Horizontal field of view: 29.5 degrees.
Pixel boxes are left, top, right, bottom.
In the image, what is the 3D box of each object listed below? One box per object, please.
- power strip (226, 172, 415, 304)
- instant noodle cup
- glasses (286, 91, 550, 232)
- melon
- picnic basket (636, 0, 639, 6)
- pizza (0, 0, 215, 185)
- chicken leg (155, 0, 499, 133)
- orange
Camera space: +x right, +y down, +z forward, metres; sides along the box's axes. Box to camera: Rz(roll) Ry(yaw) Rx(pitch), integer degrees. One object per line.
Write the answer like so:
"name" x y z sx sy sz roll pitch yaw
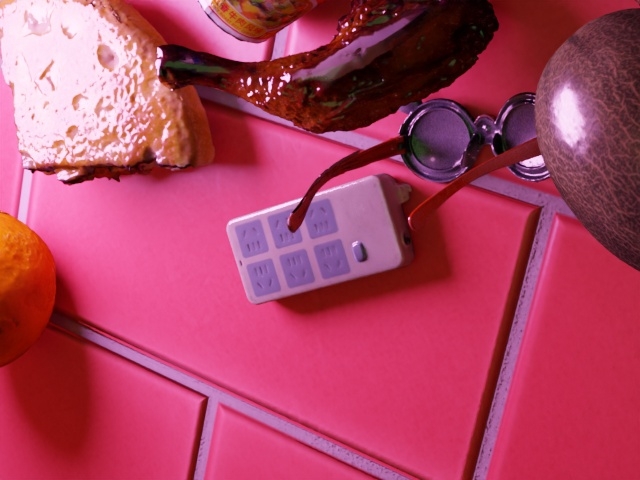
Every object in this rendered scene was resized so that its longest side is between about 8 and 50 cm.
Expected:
"power strip" 0.000 0.000 1.524 0.270 0.046 0.118 -16 89 33
"instant noodle cup" -0.041 -0.345 1.430 0.212 0.193 0.193 -35 78 39
"glasses" 0.112 -0.093 1.308 0.234 0.268 0.118 3 107 42
"melon" 0.344 -0.093 1.172 0.301 0.237 0.237 50 120 24
"picnic basket" 0.338 -0.330 1.013 0.337 0.337 0.293 49 116 17
"pizza" -0.305 -0.197 1.648 0.409 0.114 0.277 34 113 25
"chicken leg" 0.001 -0.202 1.384 0.407 0.096 0.158 -10 77 13
"orange" -0.505 0.070 1.742 0.246 0.246 0.246 6 100 32
